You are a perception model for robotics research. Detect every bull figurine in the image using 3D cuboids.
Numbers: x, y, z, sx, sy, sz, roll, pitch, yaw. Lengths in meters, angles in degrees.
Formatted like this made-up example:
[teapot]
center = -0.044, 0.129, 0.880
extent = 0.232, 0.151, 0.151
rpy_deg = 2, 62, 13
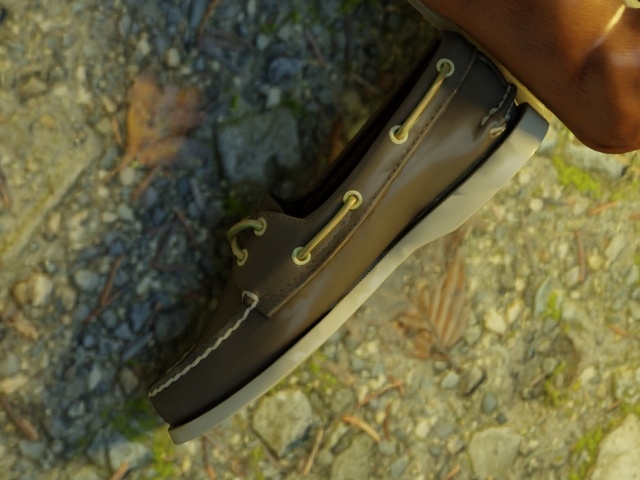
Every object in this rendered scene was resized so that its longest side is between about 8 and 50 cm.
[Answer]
[bull figurine]
center = 0.126, -0.186, 1.004
extent = 0.310, 0.101, 0.188
rpy_deg = 38, 111, -21

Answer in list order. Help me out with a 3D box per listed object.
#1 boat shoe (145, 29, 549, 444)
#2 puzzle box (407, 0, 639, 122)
[boat shoe]
center = 0.000, 0.000, 1.081
extent = 0.324, 0.116, 0.097
rpy_deg = -42, 99, 6
[puzzle box]
center = 0.188, -0.306, 1.056
extent = 0.272, 0.052, 0.409
rpy_deg = 39, 100, -20
